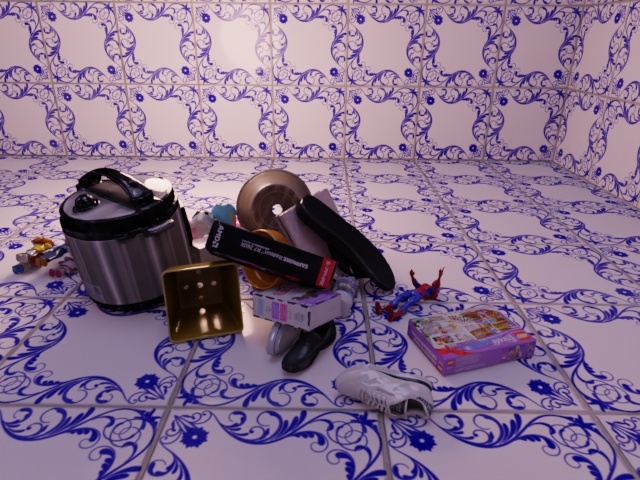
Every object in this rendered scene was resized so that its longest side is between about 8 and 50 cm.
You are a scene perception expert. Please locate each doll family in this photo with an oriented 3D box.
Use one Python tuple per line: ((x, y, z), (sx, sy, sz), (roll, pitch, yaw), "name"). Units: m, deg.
((-1.005, 0.046, 1.775), (0.262, 0.119, 0.163), (6, 23, 12), "doll family")

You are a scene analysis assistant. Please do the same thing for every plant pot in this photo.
((-0.171, -0.125, 1.851), (0.322, 0.324, 0.280), (-3, 5, -8), "plant pot")
((-0.360, 0.161, 1.442), (0.212, 0.213, 0.187), (-7, 13, -17), "plant pot")
((-0.146, 0.062, 1.690), (0.205, 0.205, 0.187), (20, 15, 37), "plant pot")

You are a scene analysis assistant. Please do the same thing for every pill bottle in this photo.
((0.070, 0.182, 1.535), (0.078, 0.078, 0.137), (5, 24, 10), "pill bottle")

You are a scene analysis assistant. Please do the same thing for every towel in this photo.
((0.000, 0.000, 1.705), (0.053, 0.317, 0.331), (-21, 8, 36), "towel")

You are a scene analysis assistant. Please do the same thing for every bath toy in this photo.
((-0.504, -0.052, 1.908), (0.347, 0.151, 0.129), (-17, 41, 21), "bath toy")

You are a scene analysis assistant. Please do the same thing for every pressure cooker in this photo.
((-0.620, -0.030, 1.541), (0.369, 0.421, 0.376), (-7, 31, -3), "pressure cooker")

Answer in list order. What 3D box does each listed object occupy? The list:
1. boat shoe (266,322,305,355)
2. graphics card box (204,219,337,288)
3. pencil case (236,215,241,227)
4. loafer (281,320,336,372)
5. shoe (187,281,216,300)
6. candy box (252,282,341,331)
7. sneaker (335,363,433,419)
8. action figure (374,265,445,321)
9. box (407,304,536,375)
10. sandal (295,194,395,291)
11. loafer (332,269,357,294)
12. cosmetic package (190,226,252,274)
((-0.079, 0.253, 1.359), (0.075, 0.083, 0.226), (7, 23, 17), "boat shoe")
((-0.152, 0.052, 1.434), (0.370, 0.094, 0.233), (21, -9, -7), "graphics card box")
((-0.371, -0.052, 2.059), (0.098, 0.095, 0.209), (34, 19, -10), "pencil case")
((-0.031, 0.281, 1.302), (0.076, 0.078, 0.223), (15, 27, 31), "loafer")
((-0.387, 0.143, 1.641), (0.076, 0.059, 0.219), (14, 27, 28), "shoe")
((-0.066, 0.182, 1.348), (0.196, 0.070, 0.164), (8, 11, 31), "candy box")
((0.148, 0.360, 1.124), (0.234, 0.090, 0.095), (4, 33, 11), "sneaker")
((0.305, 0.152, 1.549), (0.280, 0.139, 0.091), (-16, 29, -38), "action figure")
((0.423, 0.275, 1.353), (0.293, 0.057, 0.201), (-7, 24, -16), "box")
((0.081, 0.021, 1.660), (0.445, 0.107, 0.168), (42, 33, -7), "sandal")
((0.070, 0.148, 1.621), (0.125, 0.045, 0.039), (44, 51, 11), "loafer")
((-0.368, 0.042, 1.795), (0.237, 0.127, 0.107), (-18, 29, -40), "cosmetic package")
